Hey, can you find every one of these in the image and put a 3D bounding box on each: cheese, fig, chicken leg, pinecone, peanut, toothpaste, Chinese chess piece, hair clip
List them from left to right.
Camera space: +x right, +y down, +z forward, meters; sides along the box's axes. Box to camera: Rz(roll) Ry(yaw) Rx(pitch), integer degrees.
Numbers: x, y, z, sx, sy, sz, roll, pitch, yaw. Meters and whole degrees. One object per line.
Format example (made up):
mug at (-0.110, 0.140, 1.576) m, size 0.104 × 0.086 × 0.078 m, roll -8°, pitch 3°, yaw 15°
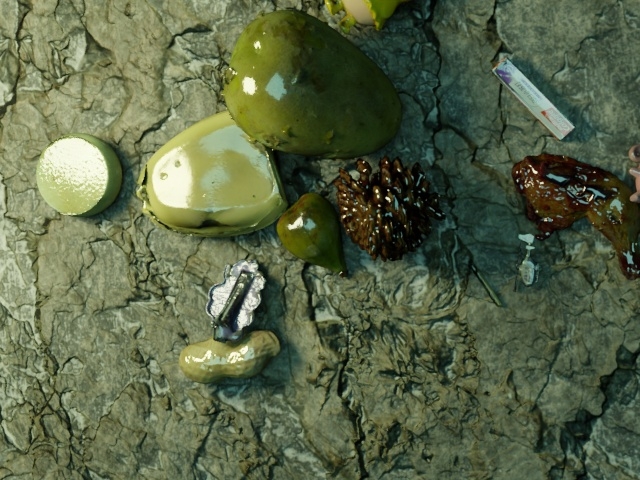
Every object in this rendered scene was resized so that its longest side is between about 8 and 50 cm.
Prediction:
Chinese chess piece at (-0.537, -0.145, 1.592) m, size 0.189 × 0.083 × 0.188 m, roll 1°, pitch 94°, yaw 11°
cheese at (-0.235, -0.124, 1.513) m, size 0.316 × 0.128 × 0.259 m, roll -19°, pitch 83°, yaw 3°
peanut at (-0.193, 0.249, 1.526) m, size 0.228 × 0.085 × 0.104 m, roll -9°, pitch 78°, yaw 10°
hair clip at (-0.186, 0.122, 1.513) m, size 0.124 × 0.052 × 0.195 m, roll 15°, pitch 68°, yaw 16°
fig at (0.000, -0.005, 1.467) m, size 0.133 × 0.126 × 0.185 m, roll -42°, pitch 83°, yaw -11°
pinecone at (0.138, -0.066, 1.403) m, size 0.222 × 0.221 × 0.221 m, roll 0°, pitch 91°, yaw 11°
toothpaste at (0.425, -0.283, 1.421) m, size 0.047 × 0.040 × 0.196 m, roll -43°, pitch 84°, yaw 11°
chicken leg at (0.516, -0.057, 1.393) m, size 0.323 × 0.083 × 0.177 m, roll 26°, pitch 104°, yaw 11°

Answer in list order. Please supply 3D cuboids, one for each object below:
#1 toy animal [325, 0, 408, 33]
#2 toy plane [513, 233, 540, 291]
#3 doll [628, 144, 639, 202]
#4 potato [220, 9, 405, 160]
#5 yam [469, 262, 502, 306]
toy animal at (0.122, -0.510, 1.433) m, size 0.230 × 0.156 × 0.156 m, roll -32°, pitch 85°, yaw -1°
toy plane at (0.416, 0.047, 1.433) m, size 0.049 × 0.031 × 0.120 m, roll 7°, pitch 95°, yaw 19°
doll at (0.690, -0.096, 1.341) m, size 0.262 × 0.093 × 0.211 m, roll 44°, pitch 83°, yaw 2°
potato at (-0.013, -0.278, 1.390) m, size 0.359 × 0.219 × 0.269 m, roll 29°, pitch 81°, yaw -14°
yam at (0.337, 0.090, 1.456) m, size 0.014 × 0.014 × 0.107 m, roll -34°, pitch 85°, yaw 10°
